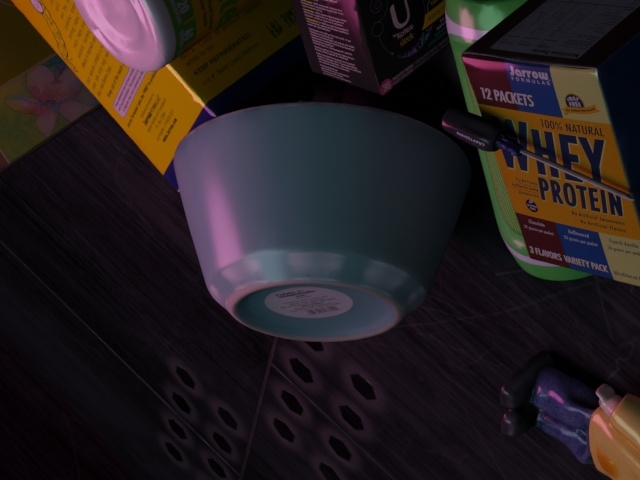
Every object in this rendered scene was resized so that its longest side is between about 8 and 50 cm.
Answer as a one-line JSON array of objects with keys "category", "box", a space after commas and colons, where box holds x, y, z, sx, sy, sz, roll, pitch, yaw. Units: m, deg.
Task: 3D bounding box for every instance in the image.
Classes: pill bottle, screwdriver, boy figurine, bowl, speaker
[{"category": "pill bottle", "box": [-0.109, -0.280, 1.497, 0.136, 0.245, 0.136, 36, 150, 25]}, {"category": "screwdriver", "box": [0.161, -0.059, 1.169, 0.170, 0.024, 0.025, 32, 118, 29]}, {"category": "boy figurine", "box": [0.325, 0.235, 1.655, 0.285, 0.092, 0.177, 35, 146, 34]}, {"category": "bowl", "box": [0.000, 0.000, 1.593, 0.311, 0.163, 0.311, 1, 157, 1]}, {"category": "speaker", "box": [0.197, -0.110, 1.382, 0.131, 0.131, 0.296, 21, 141, 44]}]

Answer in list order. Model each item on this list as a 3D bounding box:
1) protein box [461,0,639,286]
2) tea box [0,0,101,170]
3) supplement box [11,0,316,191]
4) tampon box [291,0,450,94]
[{"category": "protein box", "box": [0.249, -0.107, 1.222, 0.136, 0.201, 0.200, 16, 137, 48]}, {"category": "tea box", "box": [-0.402, -0.212, 1.936, 0.220, 0.323, 0.329, 56, 152, -10]}, {"category": "supplement box", "box": [-0.178, -0.268, 1.673, 0.356, 0.194, 0.195, 49, 152, 3]}, {"category": "tampon box", "box": [0.045, -0.241, 1.450, 0.101, 0.120, 0.161, 24, 143, 42]}]
